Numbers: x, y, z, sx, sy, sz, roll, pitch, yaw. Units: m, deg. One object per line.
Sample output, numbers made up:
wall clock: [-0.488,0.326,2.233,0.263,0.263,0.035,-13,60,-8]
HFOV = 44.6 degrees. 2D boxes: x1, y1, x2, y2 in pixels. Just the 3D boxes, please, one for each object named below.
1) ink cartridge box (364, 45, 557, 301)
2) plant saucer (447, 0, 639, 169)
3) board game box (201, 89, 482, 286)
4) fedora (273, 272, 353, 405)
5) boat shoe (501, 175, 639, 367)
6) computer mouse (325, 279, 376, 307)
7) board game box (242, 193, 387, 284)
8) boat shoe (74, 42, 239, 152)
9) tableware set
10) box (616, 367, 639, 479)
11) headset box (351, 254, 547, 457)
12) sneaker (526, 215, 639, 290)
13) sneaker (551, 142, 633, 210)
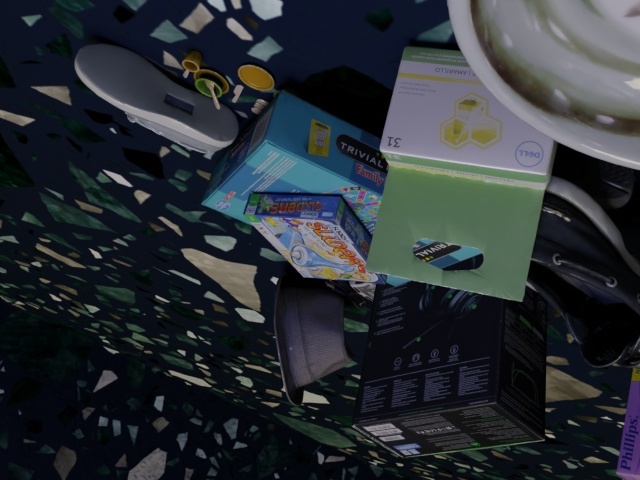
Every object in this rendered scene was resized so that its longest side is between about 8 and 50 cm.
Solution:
ink cartridge box: [0.144,-0.072,0.789,0.171,0.235,0.056,11,168,19]
plant saucer: [0.299,-0.194,0.579,0.400,0.100,0.400,16,156,7]
board game box: [0.036,-0.054,1.076,0.336,0.079,0.254,23,157,-19]
fedora: [-0.008,0.176,1.469,0.124,0.243,0.275,-9,-175,2]
boat shoe: [0.315,0.081,0.850,0.340,0.113,0.127,45,155,-22]
computer mouse: [0.092,0.079,1.390,0.106,0.042,0.193,36,157,-23]
board game box: [0.000,0.000,1.073,0.136,0.035,0.201,3,155,28]
boat shoe: [-0.222,-0.177,1.036,0.227,0.079,0.081,26,151,-21]
tableware set: [-0.102,-0.191,0.983,0.154,0.024,0.104,26,155,-12]
box: [0.623,0.301,1.239,0.243,0.213,0.117,-5,146,44]
headset box: [0.198,0.157,1.168,0.246,0.283,0.131,-21,134,38]
sneaker: [0.385,0.032,0.979,0.321,0.127,0.126,24,157,32]
sneaker: [0.243,-0.069,0.908,0.227,0.087,0.130,13,157,23]
